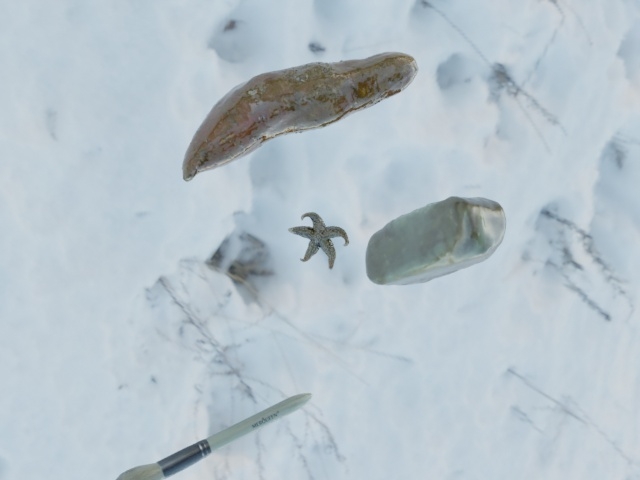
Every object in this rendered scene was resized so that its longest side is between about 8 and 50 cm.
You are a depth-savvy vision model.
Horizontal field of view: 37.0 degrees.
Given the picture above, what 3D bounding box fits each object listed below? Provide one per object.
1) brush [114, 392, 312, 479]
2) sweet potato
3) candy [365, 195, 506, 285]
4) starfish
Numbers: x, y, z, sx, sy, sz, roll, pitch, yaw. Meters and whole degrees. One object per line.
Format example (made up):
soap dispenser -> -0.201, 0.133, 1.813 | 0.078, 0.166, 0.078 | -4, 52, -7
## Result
brush -> -0.139, 0.270, 1.279 | 0.299, 0.039, 0.042 | -23, 131, -24
sweet potato -> -0.040, -0.184, 1.264 | 0.355, 0.106, 0.095 | -26, 143, -14
candy -> 0.173, 0.003, 1.472 | 0.104, 0.234, 0.102 | 0, 76, -42
starfish -> 0.000, 0.000, 1.384 | 0.078, 0.028, 0.091 | -26, 92, 8
